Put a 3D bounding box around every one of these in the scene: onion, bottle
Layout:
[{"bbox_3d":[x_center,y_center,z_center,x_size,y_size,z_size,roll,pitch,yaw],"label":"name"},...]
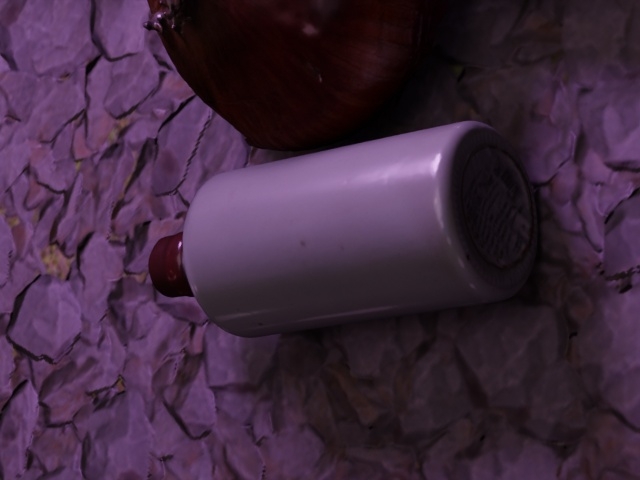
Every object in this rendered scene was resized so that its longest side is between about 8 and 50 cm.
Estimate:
[{"bbox_3d":[-0.035,-0.172,1.121,0.230,0.163,0.230,-16,70,50],"label":"onion"},{"bbox_3d":[0.000,0.000,1.095,0.245,0.104,0.104,-11,74,36],"label":"bottle"}]
